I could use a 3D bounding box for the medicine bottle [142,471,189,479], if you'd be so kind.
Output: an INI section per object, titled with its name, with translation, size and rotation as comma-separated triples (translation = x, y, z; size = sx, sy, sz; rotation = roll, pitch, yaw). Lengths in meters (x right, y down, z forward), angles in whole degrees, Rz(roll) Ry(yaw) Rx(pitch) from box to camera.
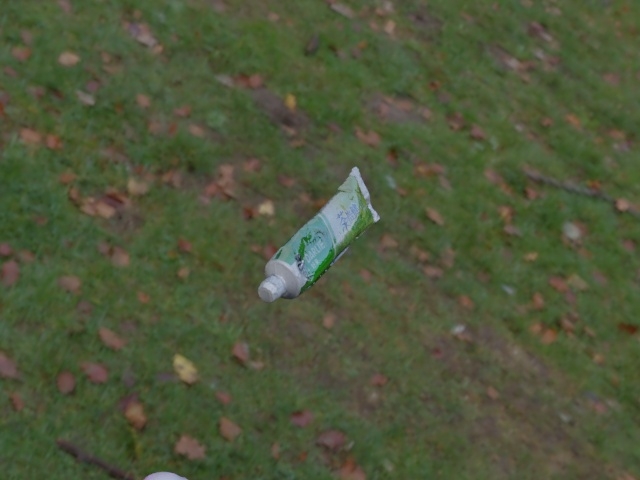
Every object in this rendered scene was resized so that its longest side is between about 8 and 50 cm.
[medicine bottle]
translation = -0.114, 0.449, 1.396
size = 0.324, 0.256, 0.256
rotation = 28, 33, -5

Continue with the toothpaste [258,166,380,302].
[toothpaste]
translation = 0.000, 0.000, 1.369
size = 0.248, 0.046, 0.078
rotation = -44, 116, -48
